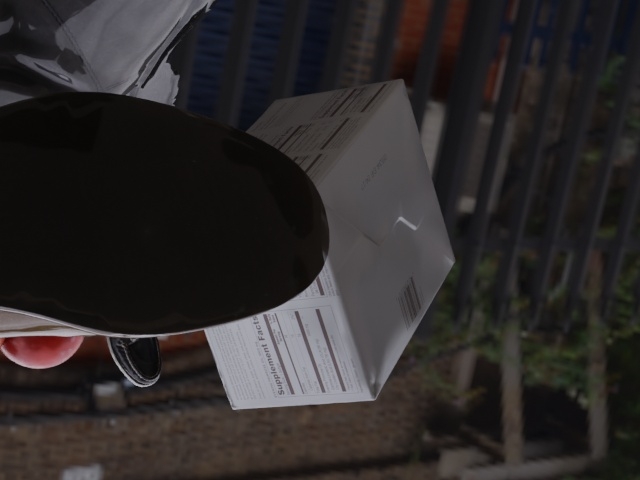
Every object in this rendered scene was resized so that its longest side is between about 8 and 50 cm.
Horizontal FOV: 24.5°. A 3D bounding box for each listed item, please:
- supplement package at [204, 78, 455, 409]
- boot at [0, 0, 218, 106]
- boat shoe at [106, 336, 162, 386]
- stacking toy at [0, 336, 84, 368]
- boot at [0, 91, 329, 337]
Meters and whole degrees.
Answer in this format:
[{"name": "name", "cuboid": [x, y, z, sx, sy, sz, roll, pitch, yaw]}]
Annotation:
[{"name": "supplement package", "cuboid": [0.000, 0.000, 1.354, 0.145, 0.204, 0.262, -6, -156, 26]}, {"name": "boot", "cuboid": [-0.170, -0.105, 0.737, 0.223, 0.338, 0.118, -29, -115, -28]}, {"name": "boat shoe", "cuboid": [-0.169, 0.071, 1.336, 0.046, 0.125, 0.038, -12, 175, -35]}, {"name": "stacking toy", "cuboid": [-0.362, 0.058, 1.310, 0.330, 0.141, 0.141, 8, -165, -31]}, {"name": "boot", "cuboid": [-0.149, 0.003, 0.682, 0.305, 0.112, 0.115, -3, 165, -21]}]
